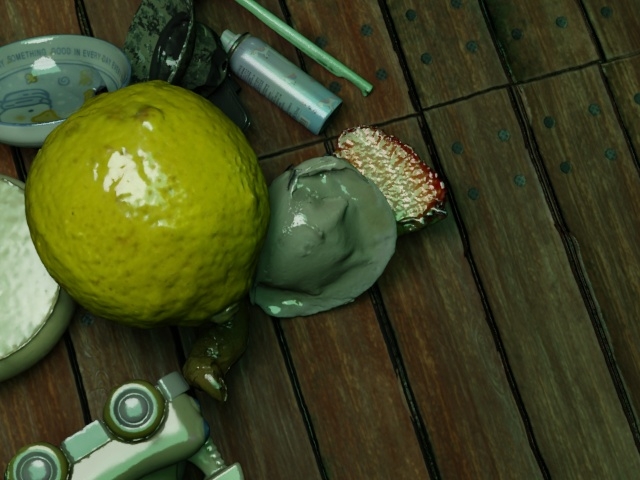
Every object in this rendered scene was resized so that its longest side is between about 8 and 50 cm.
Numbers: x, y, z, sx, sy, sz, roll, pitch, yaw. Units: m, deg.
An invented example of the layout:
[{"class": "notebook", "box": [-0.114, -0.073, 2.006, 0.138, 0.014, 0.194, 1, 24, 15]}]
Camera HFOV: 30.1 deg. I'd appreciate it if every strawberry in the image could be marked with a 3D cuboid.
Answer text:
[{"class": "strawberry", "box": [0.117, -0.093, 1.942, 0.167, 0.087, 0.208, -20, 71, 7]}]

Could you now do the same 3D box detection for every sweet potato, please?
[{"class": "sweet potato", "box": [-0.170, 0.123, 1.859, 0.124, 0.098, 0.310, 5, 53, -30]}]

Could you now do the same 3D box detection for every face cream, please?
[{"class": "face cream", "box": [-0.074, -0.269, 1.974, 0.229, 0.075, 0.075, 37, 77, 4]}]

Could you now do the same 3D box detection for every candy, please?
[{"class": "candy", "box": [-0.094, -0.380, 1.995, 0.440, 0.119, 0.119, 34, 77, -3]}]

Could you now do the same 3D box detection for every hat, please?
[{"class": "hat", "box": [-0.224, -0.292, 1.919, 0.128, 0.265, 0.265, 21, 74, -34]}]

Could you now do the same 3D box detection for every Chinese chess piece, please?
[{"class": "Chinese chess piece", "box": [-0.541, 0.056, 1.834, 0.338, 0.140, 0.338, 1, 75, -4]}]

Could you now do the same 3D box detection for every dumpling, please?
[{"class": "dumpling", "box": [-0.012, -0.010, 1.876, 0.205, 0.293, 0.163, 4, 31, -33]}]

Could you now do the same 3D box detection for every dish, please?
[{"class": "dish", "box": [-0.430, -0.208, 1.905, 0.273, 0.133, 0.273, -3, 40, 2]}]

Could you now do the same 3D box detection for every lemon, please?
[{"class": "lemon", "box": [-0.242, -0.042, 1.721, 0.350, 0.350, 0.387, -29, 86, -10]}]

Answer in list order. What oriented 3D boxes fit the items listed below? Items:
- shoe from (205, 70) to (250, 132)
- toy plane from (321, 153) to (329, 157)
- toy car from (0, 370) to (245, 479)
[{"class": "shoe", "box": [-0.154, -0.235, 1.972, 0.062, 0.053, 0.159, -46, 60, 24]}, {"class": "toy plane", "box": [-0.026, -0.083, 1.955, 0.145, 0.037, 0.060, -39, 79, -13]}, {"class": "toy car", "box": [-0.301, 0.357, 1.736, 0.336, 0.242, 0.226, -34, 84, -12]}]
